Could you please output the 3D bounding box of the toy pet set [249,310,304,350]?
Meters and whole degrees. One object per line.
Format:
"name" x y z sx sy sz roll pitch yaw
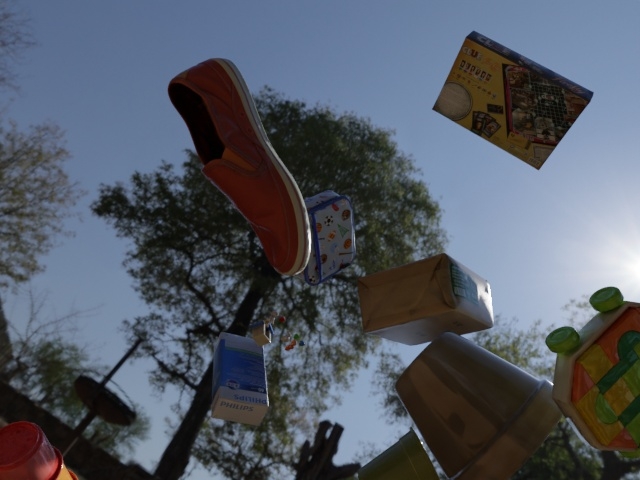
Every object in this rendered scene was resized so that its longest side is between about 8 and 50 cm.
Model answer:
"toy pet set" -0.117 0.231 1.324 0.114 0.065 0.122 -21 -53 13

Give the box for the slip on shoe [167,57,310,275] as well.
"slip on shoe" -0.116 -0.097 0.719 0.123 0.101 0.331 -23 -87 55

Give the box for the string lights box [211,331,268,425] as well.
"string lights box" -0.224 0.374 1.399 0.133 0.259 0.076 17 -65 -18

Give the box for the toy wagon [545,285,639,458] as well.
"toy wagon" 0.574 0.214 0.924 0.267 0.344 0.068 54 -12 -8

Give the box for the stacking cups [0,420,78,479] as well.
"stacking cups" -0.354 0.361 0.665 0.096 0.096 0.316 16 -48 21

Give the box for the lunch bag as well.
"lunch bag" 0.000 0.000 1.699 0.115 0.243 0.303 26 -47 43

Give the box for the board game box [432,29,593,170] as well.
"board game box" 0.352 -0.262 0.958 0.243 0.042 0.165 34 -39 12

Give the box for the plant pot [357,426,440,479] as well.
"plant pot" 0.086 0.264 0.564 0.083 0.079 0.083 64 -4 7

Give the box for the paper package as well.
"paper package" 0.314 0.188 1.507 0.310 0.168 0.325 -21 -29 31

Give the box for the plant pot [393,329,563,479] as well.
"plant pot" 0.329 0.364 1.134 0.280 0.323 0.323 43 -32 24
